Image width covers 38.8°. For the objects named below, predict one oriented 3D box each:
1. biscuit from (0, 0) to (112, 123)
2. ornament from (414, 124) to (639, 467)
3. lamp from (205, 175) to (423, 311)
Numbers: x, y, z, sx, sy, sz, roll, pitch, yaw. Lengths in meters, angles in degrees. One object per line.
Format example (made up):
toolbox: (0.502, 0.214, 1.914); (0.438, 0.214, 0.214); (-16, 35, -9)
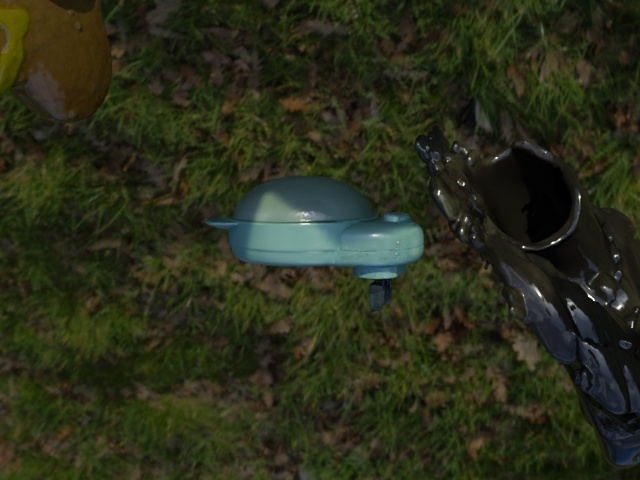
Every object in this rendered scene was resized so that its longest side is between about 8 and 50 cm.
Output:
biscuit: (-0.342, -0.212, 0.753); (0.076, 0.394, 0.368); (18, 133, 37)
ornament: (0.175, 0.031, 0.666); (0.106, 0.251, 0.260); (-33, 145, 22)
lamp: (0.002, -0.012, 1.253); (0.284, 0.209, 0.147); (23, 106, 18)
